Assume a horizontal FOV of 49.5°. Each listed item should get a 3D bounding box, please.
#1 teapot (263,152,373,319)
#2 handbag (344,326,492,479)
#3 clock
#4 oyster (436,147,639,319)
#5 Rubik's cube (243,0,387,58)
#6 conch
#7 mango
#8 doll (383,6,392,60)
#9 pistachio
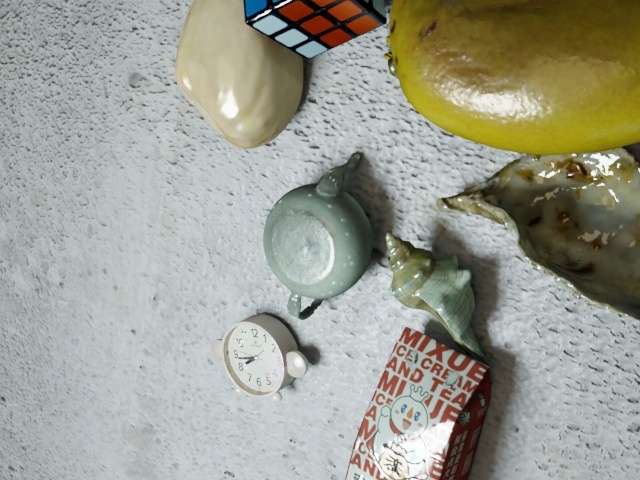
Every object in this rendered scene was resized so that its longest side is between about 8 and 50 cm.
[{"bbox_3d":[0.000,0.000,1.169,0.193,0.129,0.295,23,113,27],"label":"teapot"},{"bbox_3d":[0.158,0.300,1.114,0.171,0.151,0.298,19,106,33],"label":"handbag"},{"bbox_3d":[-0.113,0.221,1.321,0.229,0.063,0.156,2,103,35],"label":"clock"},{"bbox_3d":[0.355,-0.030,0.943,0.204,0.111,0.396,-49,53,-3],"label":"oyster"},{"bbox_3d":[-0.011,-0.396,1.052,0.160,0.163,0.162,-16,74,33],"label":"Rubik's cube"},{"bbox_3d":[0.187,0.075,1.069,0.233,0.137,0.114,38,91,11],"label":"conch"},{"bbox_3d":[0.293,-0.250,0.863,0.444,0.220,0.302,14,77,29],"label":"mango"},{"bbox_3d":[0.144,-0.332,1.051,0.084,0.073,0.127,14,115,-5],"label":"doll"},{"bbox_3d":[-0.131,-0.314,1.160,0.193,0.213,0.318,-156,70,-72],"label":"pistachio"}]
